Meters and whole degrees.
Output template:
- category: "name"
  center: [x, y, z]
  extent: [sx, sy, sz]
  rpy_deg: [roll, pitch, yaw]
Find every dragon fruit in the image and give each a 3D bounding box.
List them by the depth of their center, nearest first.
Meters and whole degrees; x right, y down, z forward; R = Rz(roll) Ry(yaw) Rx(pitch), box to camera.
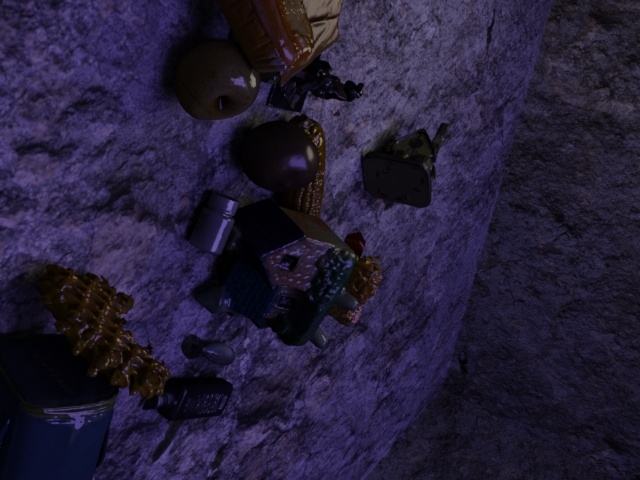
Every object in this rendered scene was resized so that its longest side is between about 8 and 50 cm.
- category: "dragon fruit"
  center: [0.117, 0.041, 2.563]
  extent: [0.097, 0.063, 0.131]
  rpy_deg: [-21, 132, -55]

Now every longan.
- category: "longan"
  center: [-0.093, -0.190, 1.808]
  extent: [0.167, 0.187, 0.167]
  rpy_deg: [-52, -161, 27]

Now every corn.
- category: "corn"
  center: [-0.045, -0.161, 2.000]
  extent: [0.120, 0.120, 0.363]
  rpy_deg: [-45, 150, -35]

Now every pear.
- category: "pear"
  center: [-0.199, -0.309, 1.517]
  extent: [0.167, 0.137, 0.167]
  rpy_deg: [-15, 163, -5]

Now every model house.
- category: "model house"
  center: [-0.129, 0.074, 1.901]
  extent: [0.280, 0.245, 0.312]
  rpy_deg: [17, 112, -41]
- category: "model house"
  center: [0.278, -0.274, 2.467]
  extent: [0.205, 0.218, 0.279]
  rpy_deg: [82, 28, -51]

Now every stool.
- category: "stool"
  center: [-0.033, 0.168, 2.207]
  extent: [0.195, 0.198, 0.195]
  rpy_deg: [-50, 151, -4]

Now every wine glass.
- category: "wine glass"
  center: [-0.281, 0.286, 2.026]
  extent: [0.066, 0.066, 0.198]
  rpy_deg: [-62, 155, -4]

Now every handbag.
- category: "handbag"
  center: [-0.497, 0.321, 1.407]
  extent: [0.222, 0.263, 0.241]
  rpy_deg: [4, 114, -41]

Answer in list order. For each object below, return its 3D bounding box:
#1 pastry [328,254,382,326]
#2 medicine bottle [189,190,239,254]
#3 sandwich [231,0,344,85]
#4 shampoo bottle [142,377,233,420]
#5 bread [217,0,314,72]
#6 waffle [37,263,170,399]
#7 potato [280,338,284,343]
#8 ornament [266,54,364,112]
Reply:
- category: "pastry"
  center: [0.102, 0.144, 2.532]
  extent: [0.102, 0.154, 0.250]
  rpy_deg: [1, 123, -52]
- category: "medicine bottle"
  center: [-0.237, -0.040, 1.782]
  extent: [0.080, 0.080, 0.130]
  rpy_deg: [12, 102, -64]
- category: "sandwich"
  center: [-0.063, -0.444, 1.649]
  extent: [0.198, 0.155, 0.228]
  rpy_deg: [-10, 122, -60]
- category: "shampoo bottle"
  center: [-0.336, 0.405, 2.020]
  extent: [0.098, 0.071, 0.309]
  rpy_deg: [-64, 155, 3]
- category: "bread"
  center: [-0.117, -0.448, 1.440]
  extent: [0.288, 0.119, 0.152]
  rpy_deg: [63, 36, -19]
- category: "waffle"
  center: [-0.392, 0.150, 1.432]
  extent: [0.069, 0.293, 0.259]
  rpy_deg: [-43, 145, 6]
- category: "potato"
  center: [-0.098, 0.293, 2.413]
  extent: [0.051, 0.040, 0.083]
  rpy_deg: [-70, 158, -9]
- category: "ornament"
  center: [0.007, -0.348, 1.832]
  extent: [0.166, 0.196, 0.153]
  rpy_deg: [-6, 118, -60]
